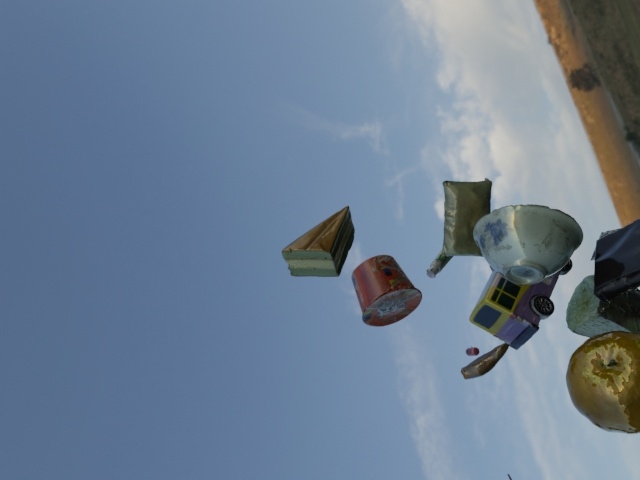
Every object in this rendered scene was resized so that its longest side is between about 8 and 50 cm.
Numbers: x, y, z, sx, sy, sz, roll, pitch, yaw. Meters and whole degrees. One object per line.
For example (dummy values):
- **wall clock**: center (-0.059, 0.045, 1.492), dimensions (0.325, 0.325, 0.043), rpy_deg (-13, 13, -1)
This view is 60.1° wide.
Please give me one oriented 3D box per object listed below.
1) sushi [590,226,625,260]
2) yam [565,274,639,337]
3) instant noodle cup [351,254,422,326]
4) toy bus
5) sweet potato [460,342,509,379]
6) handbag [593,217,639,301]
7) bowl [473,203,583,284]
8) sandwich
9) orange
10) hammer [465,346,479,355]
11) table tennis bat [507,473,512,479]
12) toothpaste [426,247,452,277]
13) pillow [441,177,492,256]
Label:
- **sushi**: center (0.891, -0.001, 1.701), dimensions (0.026, 0.120, 0.126), rpy_deg (43, -117, -13)
- **yam**: center (0.958, 0.229, 1.782), dimensions (0.271, 0.202, 0.201), rpy_deg (22, -123, -3)
- **instant noodle cup**: center (0.243, 0.189, 2.164), dimensions (0.250, 0.250, 0.192), rpy_deg (23, -147, -44)
- **toy bus**: center (0.735, 0.142, 2.023), dimensions (0.249, 0.209, 0.440), rpy_deg (29, -119, 13)
- **sweet potato**: center (0.672, 0.497, 2.240), dimensions (0.077, 0.244, 0.077), rpy_deg (39, -152, -25)
- **handbag**: center (0.852, 0.044, 1.496), dimensions (0.080, 0.223, 0.247), rpy_deg (40, -134, -9)
- **bowl**: center (0.604, 0.043, 1.638), dimensions (0.313, 0.313, 0.146), rpy_deg (40, -127, -34)
- **sandwich**: center (0.000, 0.000, 1.525), dimensions (0.117, 0.144, 0.187), rpy_deg (72, -149, -44)
- **orange**: center (0.811, 0.384, 1.494), dimensions (0.235, 0.279, 0.279), rpy_deg (45, -137, -31)
- **hammer**: center (0.676, 0.494, 2.462), dimensions (0.043, 0.083, 0.043), rpy_deg (2, -104, -7)
- **table tennis bat**: center (0.673, 0.864, 1.862), dimensions (0.158, 0.014, 0.095), rpy_deg (65, -175, 23)
- **toothpaste**: center (0.543, 0.061, 2.383), dimensions (0.314, 0.056, 0.058), rpy_deg (-43, -72, -40)
- **pillow**: center (0.555, -0.087, 2.107), dimensions (0.075, 0.185, 0.302), rpy_deg (-23, -66, -79)
